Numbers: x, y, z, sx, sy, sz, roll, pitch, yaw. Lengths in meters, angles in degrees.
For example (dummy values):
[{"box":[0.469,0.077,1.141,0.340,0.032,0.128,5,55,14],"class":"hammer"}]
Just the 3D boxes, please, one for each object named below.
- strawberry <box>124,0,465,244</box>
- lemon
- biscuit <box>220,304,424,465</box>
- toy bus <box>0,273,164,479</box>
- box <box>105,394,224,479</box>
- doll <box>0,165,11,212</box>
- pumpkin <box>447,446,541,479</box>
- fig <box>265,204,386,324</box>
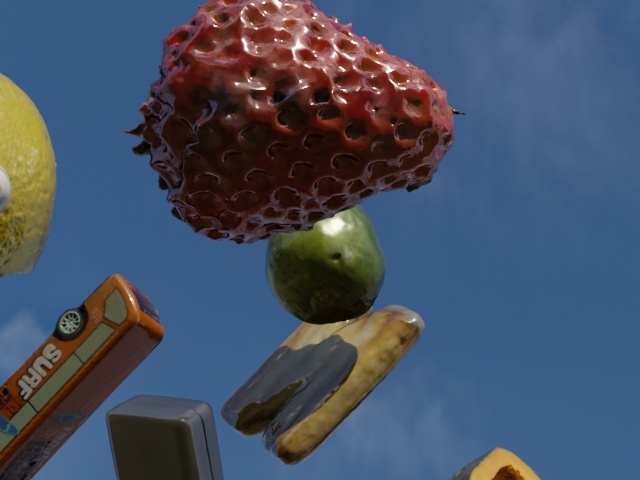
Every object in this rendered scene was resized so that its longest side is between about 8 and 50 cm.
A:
[{"box":[-0.040,-0.109,0.952,0.280,0.150,0.253,33,-96,15],"class":"strawberry"},{"box":[-0.564,-0.113,1.529,0.364,0.364,0.364,2,-72,7],"class":"lemon"},{"box":[0.001,0.193,1.504,0.291,0.237,0.062,-45,-64,-19],"class":"biscuit"},{"box":[-0.360,0.217,1.271,0.409,0.093,0.092,-47,-120,-4],"class":"toy bus"},{"box":[-0.138,0.270,0.990,0.103,0.055,0.243,0,-75,29],"class":"box"},{"box":[-0.443,0.021,1.180,0.160,0.094,0.365,12,-99,-37],"class":"doll"},{"box":[0.261,0.444,1.530,0.139,0.317,0.222,-40,-103,21],"class":"pumpkin"},{"box":[-0.001,0.003,1.443,0.167,0.167,0.233,-17,-109,13],"class":"fig"}]
